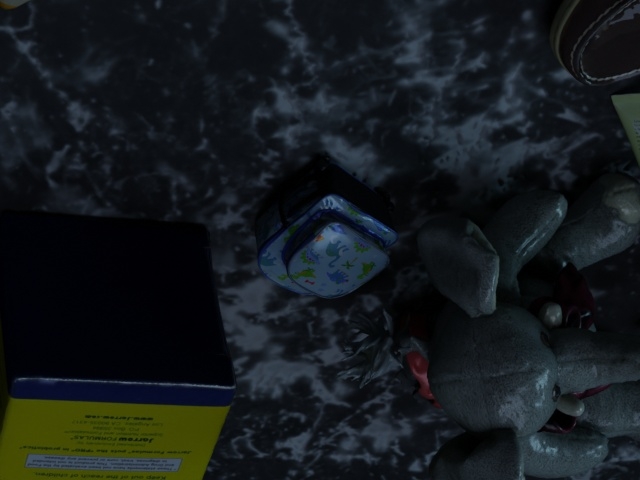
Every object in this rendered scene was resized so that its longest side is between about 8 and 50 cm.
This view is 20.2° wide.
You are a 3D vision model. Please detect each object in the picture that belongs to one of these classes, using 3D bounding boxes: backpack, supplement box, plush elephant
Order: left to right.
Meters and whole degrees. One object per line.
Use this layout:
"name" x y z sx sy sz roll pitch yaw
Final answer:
"supplement box" -0.221 0.169 1.650 0.195 0.194 0.356 4 136 -19
"backpack" 0.000 0.000 1.607 0.114 0.084 0.105 -37 131 28
"plush elephant" 0.184 0.099 1.570 0.330 0.255 0.272 -8 98 -4

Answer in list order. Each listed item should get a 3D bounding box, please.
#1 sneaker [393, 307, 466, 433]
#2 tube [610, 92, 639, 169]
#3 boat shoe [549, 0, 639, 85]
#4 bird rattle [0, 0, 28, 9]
"sneaker" 0.188 0.145 1.798 0.135 0.097 0.276 -25 136 22
"tube" 0.338 -0.033 1.625 0.070 0.062 0.240 -24 117 -3
"boat shoe" 0.343 -0.213 1.437 0.342 0.123 0.123 -29 136 16
"bird rattle" -0.190 -0.261 1.283 0.253 0.143 0.207 -28 150 -4
